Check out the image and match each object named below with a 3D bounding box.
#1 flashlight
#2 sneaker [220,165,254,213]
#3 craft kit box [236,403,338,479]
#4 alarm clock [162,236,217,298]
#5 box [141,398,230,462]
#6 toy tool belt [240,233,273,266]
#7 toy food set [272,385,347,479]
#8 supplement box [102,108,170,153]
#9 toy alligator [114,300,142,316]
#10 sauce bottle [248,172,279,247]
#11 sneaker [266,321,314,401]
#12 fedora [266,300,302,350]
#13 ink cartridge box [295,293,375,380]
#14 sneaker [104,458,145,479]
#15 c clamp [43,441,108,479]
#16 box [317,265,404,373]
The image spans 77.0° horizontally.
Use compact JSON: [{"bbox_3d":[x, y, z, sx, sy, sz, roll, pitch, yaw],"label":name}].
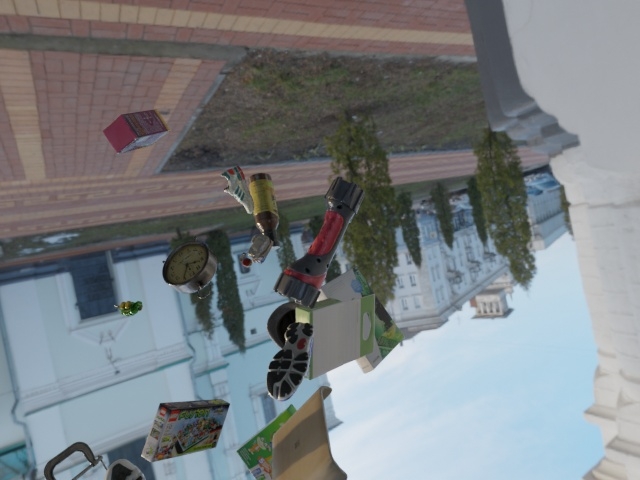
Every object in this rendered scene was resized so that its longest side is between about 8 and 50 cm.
[{"bbox_3d":[0.000,0.000,0.924,0.103,0.303,0.103,25,171,-4],"label":"flashlight"},{"bbox_3d":[-0.267,-0.154,1.284,0.075,0.161,0.057,-22,-154,-15],"label":"sneaker"},{"bbox_3d":[-0.111,0.717,1.323,0.247,0.250,0.061,-42,169,8],"label":"craft kit box"},{"bbox_3d":[-0.311,0.078,0.989,0.129,0.064,0.192,-38,-133,-7],"label":"alarm clock"},{"bbox_3d":[-0.306,0.437,0.941,0.036,0.114,0.207,12,169,30],"label":"box"},{"bbox_3d":[-0.137,0.029,0.906,0.052,0.083,0.051,26,169,28],"label":"toy tool belt"},{"bbox_3d":[-0.028,0.572,1.093,0.219,0.092,0.306,-48,-161,11],"label":"toy food set"},{"bbox_3d":[-0.300,-0.180,0.661,0.055,0.043,0.083,-25,-167,26],"label":"supplement box"},{"bbox_3d":[-0.735,0.264,1.530,0.190,0.051,0.056,-14,150,36],"label":"toy alligator"},{"bbox_3d":[-0.244,-0.125,1.790,0.112,0.344,0.111,-11,167,-2],"label":"sauce bottle"},{"bbox_3d":[-0.040,0.218,0.710,0.069,0.071,0.170,-2,-153,17],"label":"sneaker"},{"bbox_3d":[-0.058,0.331,1.555,0.243,0.276,0.124,-56,-178,19],"label":"fedora"},{"bbox_3d":[0.043,0.230,1.017,0.235,0.171,0.056,-8,-169,-44],"label":"ink cartridge box"},{"bbox_3d":[-0.556,0.719,1.142,0.118,0.291,0.110,22,-144,36],"label":"sneaker"},{"bbox_3d":[-0.700,0.657,1.158,0.022,0.137,0.161,-36,171,20],"label":"c clamp"},{"bbox_3d":[0.139,0.267,1.416,0.232,0.321,0.058,-25,169,-49],"label":"box"}]
